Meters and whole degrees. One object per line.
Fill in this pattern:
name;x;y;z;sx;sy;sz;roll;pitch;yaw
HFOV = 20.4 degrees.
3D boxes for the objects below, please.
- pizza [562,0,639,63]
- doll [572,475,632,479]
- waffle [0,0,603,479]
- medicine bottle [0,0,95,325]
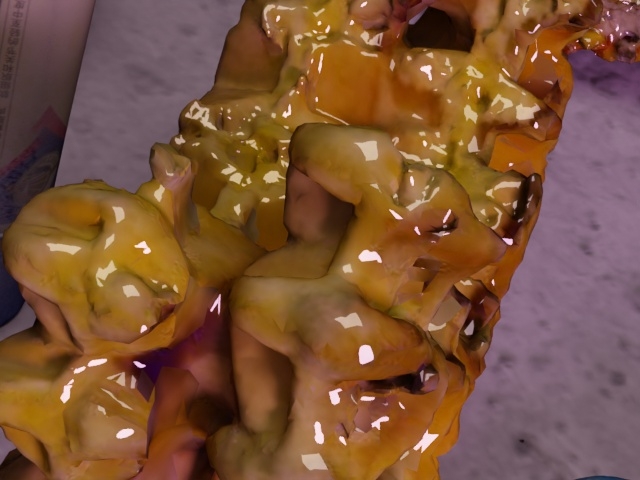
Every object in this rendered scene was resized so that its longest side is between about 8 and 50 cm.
pizza;0.152;-0.132;0.966;0.199;0.062;0.188;-1;37;-12
doll;0.207;0.210;0.658;0.346;0.099;0.341;-27;53;-29
waffle;0.000;0.000;0.652;0.151;0.261;0.324;20;43;10
medicine bottle;-0.123;-0.056;0.677;0.059;0.231;0.059;10;47;-11
